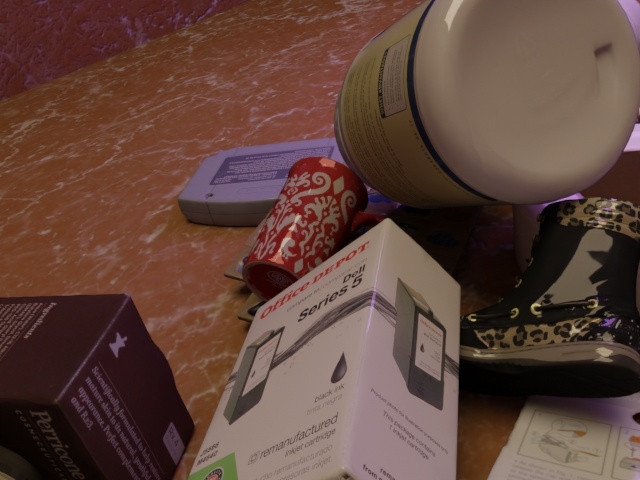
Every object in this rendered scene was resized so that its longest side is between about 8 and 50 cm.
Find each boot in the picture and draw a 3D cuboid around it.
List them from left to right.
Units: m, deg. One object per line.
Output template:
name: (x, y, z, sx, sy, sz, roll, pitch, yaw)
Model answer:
boot: (0.197, 0.055, 0.621, 0.236, 0.085, 0.178, -7, 50, 44)

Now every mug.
mug: (-0.005, -0.007, 0.780, 0.150, 0.113, 0.169, 2, 47, 30)

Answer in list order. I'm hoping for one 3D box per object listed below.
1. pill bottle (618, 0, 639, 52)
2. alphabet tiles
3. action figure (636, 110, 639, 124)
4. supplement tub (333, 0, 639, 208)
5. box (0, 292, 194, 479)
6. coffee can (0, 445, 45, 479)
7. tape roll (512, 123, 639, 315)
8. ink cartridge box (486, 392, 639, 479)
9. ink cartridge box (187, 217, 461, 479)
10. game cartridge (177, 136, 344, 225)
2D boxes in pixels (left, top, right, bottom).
pill bottle: (0.355, -0.259, 0.986, 0.204, 0.204, 0.361, 19, 41, 40)
alphabet tiles: (0.046, -0.002, 0.854, 0.285, 0.011, 0.342, 12, 48, 25)
action figure: (0.531, -0.162, 0.889, 0.185, 0.099, 0.285, -31, 32, -11)
supplement tub: (0.158, -0.154, 0.724, 0.236, 0.235, 0.325, -24, 9, -15)
box: (-0.344, 0.169, 0.639, 0.382, 0.191, 0.143, -4, 35, 17)
coffee can: (-0.295, 0.297, 0.415, 0.202, 0.201, 0.275, -18, 33, -5)
tape roll: (0.372, -0.032, 0.746, 0.286, 0.100, 0.286, -11, 33, 7)
ink cartridge box: (0.257, 0.244, 0.426, 0.308, 0.091, 0.385, 6, 21, 29)
ink cartridge box: (0.009, 0.137, 0.544, 0.198, 0.115, 0.272, -36, 21, 32)
game cartridge: (-0.077, -0.098, 1.059, 0.294, 0.060, 0.196, -3, 31, 17)
